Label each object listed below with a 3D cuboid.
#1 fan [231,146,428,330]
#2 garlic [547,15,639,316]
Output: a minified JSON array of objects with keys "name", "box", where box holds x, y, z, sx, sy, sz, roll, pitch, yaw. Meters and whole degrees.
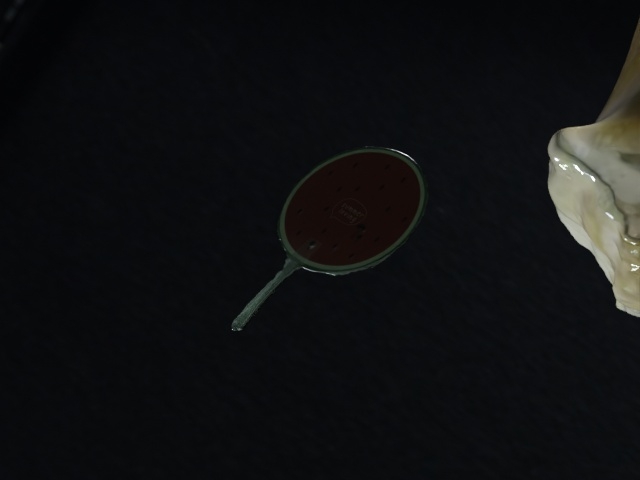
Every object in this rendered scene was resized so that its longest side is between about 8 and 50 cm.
[{"name":"fan","box":[0.000,0.000,0.972,0.133,0.005,0.085,-44,-132,-13]},{"name":"garlic","box":[0.254,-0.109,0.904,0.245,0.231,0.340,0,-115,19]}]
